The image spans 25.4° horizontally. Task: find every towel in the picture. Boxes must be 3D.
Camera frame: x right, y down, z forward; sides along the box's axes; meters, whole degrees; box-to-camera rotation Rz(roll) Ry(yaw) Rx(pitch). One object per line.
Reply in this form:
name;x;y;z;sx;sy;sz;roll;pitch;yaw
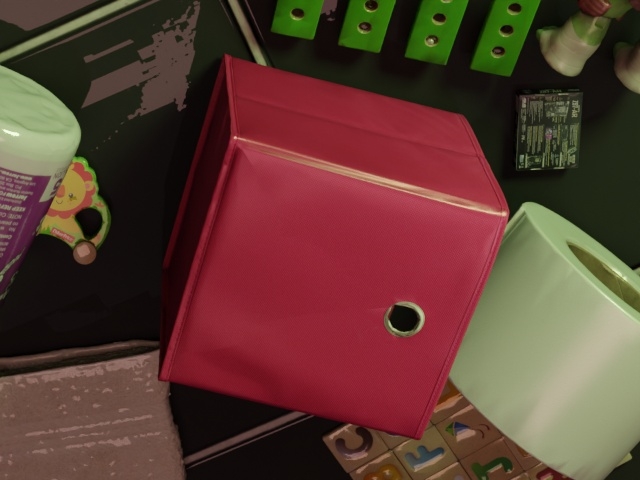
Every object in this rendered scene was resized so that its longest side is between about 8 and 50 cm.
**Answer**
towel;-0.294;0.212;1.548;0.282;0.049;0.187;-8;116;-3

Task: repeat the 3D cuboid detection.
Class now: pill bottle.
pill bottle;-0.364;-0.014;1.375;0.169;0.169;0.301;24;110;-15

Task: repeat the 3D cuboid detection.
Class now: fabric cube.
fabric cube;0.000;0.000;1.367;0.258;0.259;0.254;15;112;-12

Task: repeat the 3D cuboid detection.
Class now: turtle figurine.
turtle figurine;0.317;-0.289;1.348;0.198;0.274;0.266;-20;152;-41

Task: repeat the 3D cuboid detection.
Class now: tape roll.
tape roll;0.246;0.102;1.434;0.246;0.246;0.169;33;106;-18

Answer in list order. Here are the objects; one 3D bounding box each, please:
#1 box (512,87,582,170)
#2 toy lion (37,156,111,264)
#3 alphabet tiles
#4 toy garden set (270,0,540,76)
box;0.234;-0.115;1.470;0.067;0.018;0.083;-3;114;-4
toy lion;-0.257;-0.038;1.452;0.100;0.034;0.096;29;100;-17
alphabet tiles;0.190;0.200;1.609;0.342;0.011;0.285;-31;113;8
toy garden set;0.092;-0.269;1.352;0.244;0.049;0.204;10;134;-7
